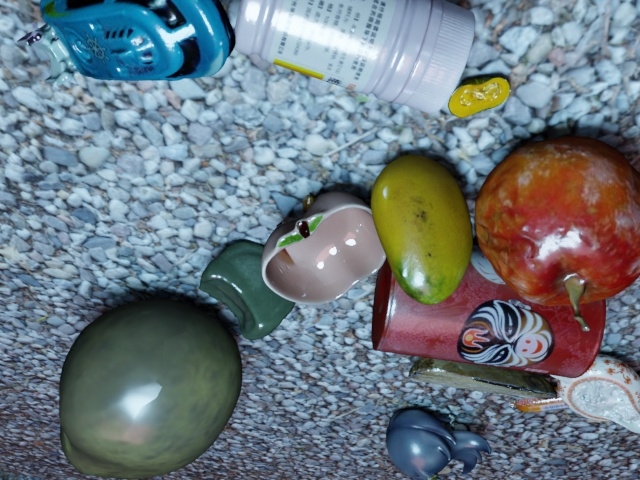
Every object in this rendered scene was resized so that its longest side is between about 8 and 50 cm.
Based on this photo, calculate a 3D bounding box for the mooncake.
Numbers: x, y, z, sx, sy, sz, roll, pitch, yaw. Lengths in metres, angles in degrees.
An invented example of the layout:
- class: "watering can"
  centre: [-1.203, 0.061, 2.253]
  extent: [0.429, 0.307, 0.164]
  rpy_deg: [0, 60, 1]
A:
- class: "mooncake"
  centre: [-0.131, 0.093, 1.036]
  extent: [0.168, 0.175, 0.104]
  rpy_deg: [2, 146, -35]

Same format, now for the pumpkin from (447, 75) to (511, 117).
- class: "pumpkin"
  centre: [0.208, -0.194, 0.762]
  extent: [0.083, 0.028, 0.050]
  rpy_deg: [-10, 135, 6]

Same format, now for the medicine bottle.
- class: "medicine bottle"
  centre: [0.036, -0.243, 0.657]
  extent: [0.249, 0.133, 0.133]
  rpy_deg: [15, 138, -10]

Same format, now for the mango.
- class: "mango"
  centre: [0.152, -0.018, 0.837]
  extent: [0.151, 0.221, 0.120]
  rpy_deg: [-6, 164, -36]

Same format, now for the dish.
- class: "dish"
  centre: [0.000, 0.000, 0.931]
  extent: [0.213, 0.090, 0.213]
  rpy_deg: [-13, 135, -13]

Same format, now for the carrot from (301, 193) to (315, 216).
- class: "carrot"
  centre: [-0.023, -0.007, 1.001]
  extent: [0.037, 0.037, 0.190]
  rpy_deg: [7, 138, 1]

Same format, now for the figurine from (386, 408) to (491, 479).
- class: "figurine"
  centre: [0.296, 0.518, 1.458]
  extent: [0.265, 0.197, 0.175]
  rpy_deg: [13, 114, 0]

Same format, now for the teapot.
- class: "teapot"
  centre: [0.571, 0.301, 1.202]
  extent: [0.245, 0.116, 0.159]
  rpy_deg: [22, 139, 5]

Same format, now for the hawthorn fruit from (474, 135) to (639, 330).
- class: "hawthorn fruit"
  centre: [0.336, 0.003, 0.785]
  extent: [0.242, 0.272, 0.242]
  rpy_deg: [0, 146, 0]

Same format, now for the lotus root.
- class: "lotus root"
  centre: [0.360, 0.288, 1.256]
  extent: [0.329, 0.078, 0.167]
  rpy_deg: [12, 162, -8]

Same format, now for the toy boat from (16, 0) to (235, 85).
- class: "toy boat"
  centre: [-0.231, -0.225, 0.659]
  extent: [0.299, 0.092, 0.134]
  rpy_deg: [11, 143, 39]

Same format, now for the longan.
- class: "longan"
  centre: [-0.344, 0.296, 1.153]
  extent: [0.336, 0.404, 0.404]
  rpy_deg: [47, 139, 15]

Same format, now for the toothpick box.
- class: "toothpick box"
  centre: [0.265, 0.108, 0.965]
  extent: [0.333, 0.204, 0.204]
  rpy_deg: [9, 139, 0]

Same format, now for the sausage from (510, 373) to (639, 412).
- class: "sausage"
  centre: [0.601, 0.343, 1.291]
  extent: [0.348, 0.053, 0.053]
  rpy_deg: [-17, 133, 25]
